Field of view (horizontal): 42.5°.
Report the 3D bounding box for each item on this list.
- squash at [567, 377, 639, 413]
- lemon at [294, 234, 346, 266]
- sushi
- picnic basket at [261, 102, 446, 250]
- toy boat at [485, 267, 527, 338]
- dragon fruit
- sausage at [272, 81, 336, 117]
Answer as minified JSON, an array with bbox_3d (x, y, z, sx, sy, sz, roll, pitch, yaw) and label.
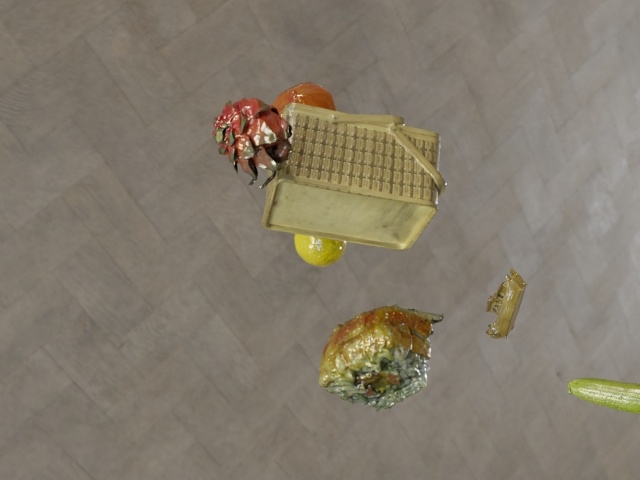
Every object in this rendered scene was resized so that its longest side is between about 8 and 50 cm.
[{"bbox_3d":[0.643,0.338,1.809,0.066,0.201,0.066,6,90,-66],"label":"squash"},{"bbox_3d":[0.000,0.000,1.713,0.109,0.133,0.109,-2,93,-34],"label":"lemon"},{"bbox_3d":[0.127,0.240,1.700,0.184,0.274,0.139,38,39,-22],"label":"sushi"},{"bbox_3d":[0.060,-0.117,1.542,0.312,0.228,0.176,9,66,-8],"label":"picnic basket"},{"bbox_3d":[0.419,0.147,1.888,0.064,0.072,0.206,-43,150,-40],"label":"toy boat"},{"bbox_3d":[-0.110,-0.169,1.356,0.121,0.130,0.142,-45,99,-2],"label":"dragon fruit"},{"bbox_3d":[-0.025,-0.200,1.745,0.140,0.153,0.268,-8,124,-4],"label":"sausage"}]
